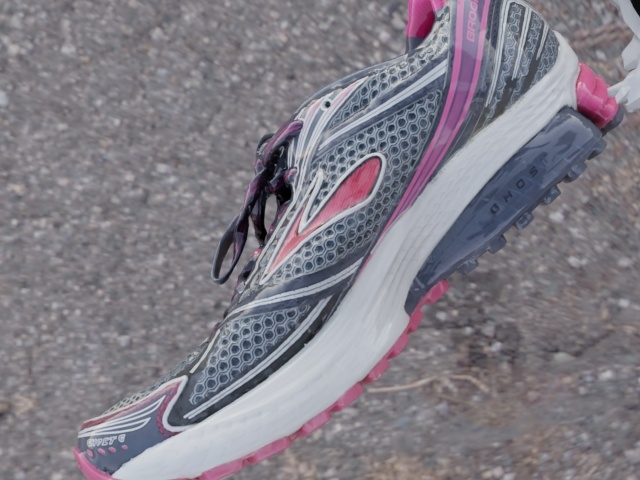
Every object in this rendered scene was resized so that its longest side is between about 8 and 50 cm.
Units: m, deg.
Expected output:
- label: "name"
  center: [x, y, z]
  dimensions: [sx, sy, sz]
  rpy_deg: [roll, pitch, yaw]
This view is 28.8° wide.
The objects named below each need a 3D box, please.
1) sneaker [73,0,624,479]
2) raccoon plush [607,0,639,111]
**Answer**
- label: "sneaker"
  center: [0.000, 0.000, 0.577]
  dimensions: [0.299, 0.121, 0.112]
  rpy_deg: [-45, 95, -14]
- label: "raccoon plush"
  center: [0.236, 0.008, 0.323]
  dimensions: [0.216, 0.446, 0.299]
  rpy_deg: [-38, 32, 25]
